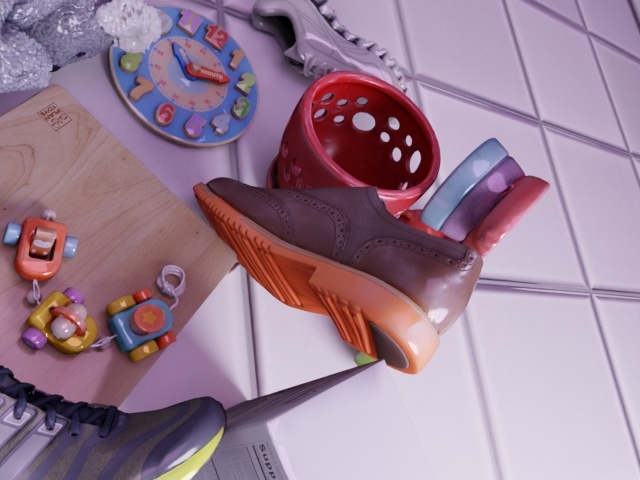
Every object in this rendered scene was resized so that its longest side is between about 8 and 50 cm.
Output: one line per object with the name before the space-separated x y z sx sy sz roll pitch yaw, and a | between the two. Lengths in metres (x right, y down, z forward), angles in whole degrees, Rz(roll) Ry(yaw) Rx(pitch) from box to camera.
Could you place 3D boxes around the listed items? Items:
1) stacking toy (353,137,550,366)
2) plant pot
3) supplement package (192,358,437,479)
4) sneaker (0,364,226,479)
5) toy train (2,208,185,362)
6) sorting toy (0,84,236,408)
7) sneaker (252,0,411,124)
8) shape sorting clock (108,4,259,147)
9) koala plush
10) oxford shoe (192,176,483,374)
stacking toy | 0.122 0.015 0.755 0.130 0.309 0.279 44 63 12
plant pot | 0.031 -0.090 0.768 0.191 0.174 0.191 13 55 -20
supplement package | -0.035 0.215 0.540 0.134 0.244 0.138 -17 81 -41
sneaker | -0.217 0.140 0.417 0.300 0.111 0.121 -6 90 -17
toy train | -0.191 0.039 0.515 0.166 0.046 0.125 20 59 -29
sorting toy | -0.256 0.026 0.564 0.255 0.089 0.257 45 49 -12
sneaker | 0.015 -0.280 0.916 0.292 0.110 0.118 44 57 -2
shape sorting clock | -0.171 -0.218 0.776 0.206 0.040 0.206 17 60 -31
koala plush | -0.285 -0.253 0.605 0.196 0.203 0.221 24 12 23
oxford shoe | 0.000 0.000 0.629 0.133 0.364 0.130 -45 140 -19
